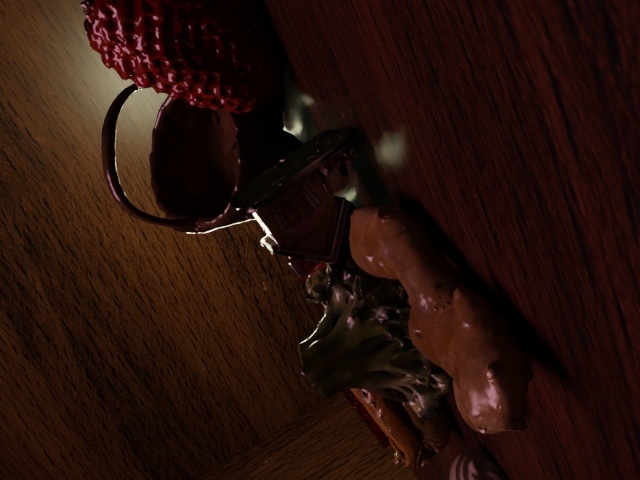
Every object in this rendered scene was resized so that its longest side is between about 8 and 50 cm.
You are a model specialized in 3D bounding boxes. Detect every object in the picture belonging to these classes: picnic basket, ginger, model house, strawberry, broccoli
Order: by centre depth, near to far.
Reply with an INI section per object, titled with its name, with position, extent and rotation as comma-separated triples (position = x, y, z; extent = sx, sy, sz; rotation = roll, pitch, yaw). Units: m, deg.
[ginger]
position = 0.157, 0.087, 1.105
extent = 0.348, 0.122, 0.363
rotation = 108, 139, -79
[model house]
position = -0.012, -0.055, 1.362
extent = 0.154, 0.207, 0.294
rotation = 56, 175, -10
[broccoli]
position = 0.073, 0.157, 1.389
extent = 0.288, 0.245, 0.248
rotation = 58, 168, 30
[strawberry]
position = -0.212, -0.368, 1.511
extent = 0.351, 0.267, 0.312
rotation = 33, -150, -14
[picnic basket]
position = -0.263, -0.159, 1.646
extent = 0.337, 0.337, 0.293
rotation = -162, 72, -81

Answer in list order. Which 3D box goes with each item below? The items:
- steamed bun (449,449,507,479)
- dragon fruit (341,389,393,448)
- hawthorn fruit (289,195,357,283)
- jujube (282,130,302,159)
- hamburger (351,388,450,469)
[steamed bun]
position = 0.309, 0.491, 1.680
extent = 0.183, 0.106, 0.183
rotation = 58, 174, 9
[dragon fruit]
position = 0.149, 0.341, 2.247
extent = 0.317, 0.152, 0.205
rotation = 54, -162, -28
[hawthorn fruit]
position = 0.011, -0.007, 1.598
extent = 0.169, 0.169, 0.188
rotation = 54, 172, 47
[jujube]
position = -0.091, -0.124, 1.849
extent = 0.174, 0.174, 0.250
rotation = 58, 169, 23
[hamburger]
position = 0.163, 0.346, 1.957
extent = 0.319, 0.158, 0.318
rotation = 59, 173, 11
